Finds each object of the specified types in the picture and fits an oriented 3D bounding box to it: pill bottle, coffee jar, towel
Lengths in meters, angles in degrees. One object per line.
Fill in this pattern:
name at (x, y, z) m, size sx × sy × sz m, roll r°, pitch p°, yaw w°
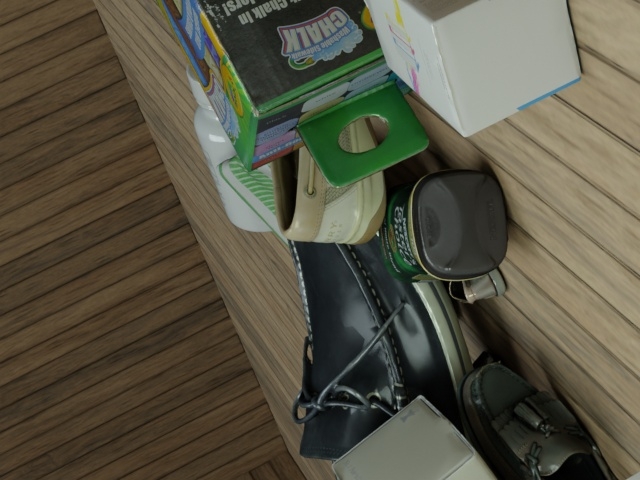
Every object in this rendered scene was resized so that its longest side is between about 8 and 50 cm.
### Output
pill bottle at (-0.086, -0.134, 1.879) m, size 0.131 × 0.131 × 0.229 m, roll 52°, pitch 165°, yaw 50°
coffee jar at (0.105, -0.011, 1.318) m, size 0.184 × 0.079 × 0.096 m, roll 163°, pitch 101°, yaw -80°
towel at (0.009, -0.007, 1.706) m, size 0.248 × 0.038 × 0.325 m, roll 48°, pitch 168°, yaw -17°

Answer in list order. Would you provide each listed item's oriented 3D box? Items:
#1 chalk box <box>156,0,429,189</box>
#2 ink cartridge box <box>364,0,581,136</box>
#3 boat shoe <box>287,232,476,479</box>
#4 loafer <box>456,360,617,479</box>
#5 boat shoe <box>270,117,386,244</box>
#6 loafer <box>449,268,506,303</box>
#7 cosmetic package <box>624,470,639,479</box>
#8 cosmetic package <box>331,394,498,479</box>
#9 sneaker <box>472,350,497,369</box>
chalk box at (-0.016, -0.180, 1.239) m, size 0.289 × 0.180 × 0.179 m, roll 63°, pitch 170°, yaw 7°
ink cartridge box at (0.093, -0.151, 0.998) m, size 0.143 × 0.092 × 0.090 m, roll 52°, pitch 166°, yaw 54°
boat shoe at (0.054, 0.159, 1.491) m, size 0.187 × 0.156 × 0.500 m, roll -2°, pitch 108°, yaw 63°
loafer at (0.227, 0.212, 1.331) m, size 0.267 × 0.096 × 0.084 m, roll 54°, pitch 149°, yaw 11°
boat shoe at (-0.020, -0.139, 1.398) m, size 0.109 × 0.098 × 0.302 m, roll -42°, pitch 54°, yaw 56°
loafer at (0.138, 0.040, 1.425) m, size 0.045 × 0.039 × 0.125 m, roll 63°, pitch 170°, yaw -5°
cosmetic package at (0.289, 0.269, 1.110) m, size 0.117 × 0.085 × 0.231 m, roll 52°, pitch 166°, yaw 48°
cosmetic package at (0.155, 0.306, 1.356) m, size 0.309 × 0.113 × 0.160 m, roll 53°, pitch 177°, yaw -18°
sneaker at (0.174, 0.176, 1.581) m, size 0.077 × 0.072 × 0.178 m, roll 37°, pitch 163°, yaw 11°
